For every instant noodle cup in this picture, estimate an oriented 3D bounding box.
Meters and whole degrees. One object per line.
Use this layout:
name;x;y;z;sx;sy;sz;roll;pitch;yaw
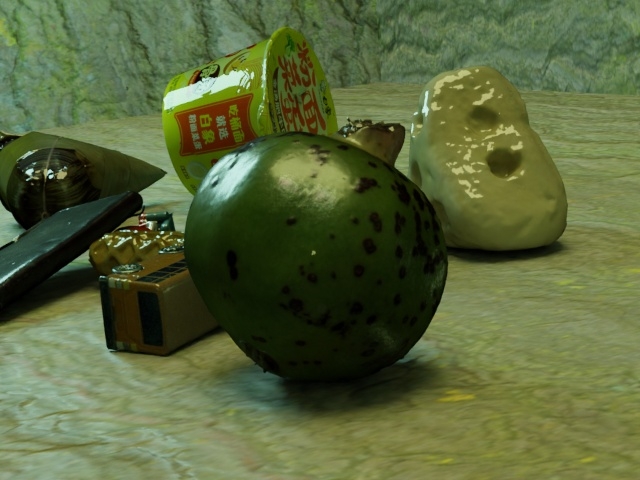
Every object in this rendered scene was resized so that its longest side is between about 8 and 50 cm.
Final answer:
instant noodle cup;-0.126;-0.201;2.206;0.221;0.311;0.311;-11;9;22

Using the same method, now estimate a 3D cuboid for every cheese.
cheese;0.219;-0.091;1.690;0.173;0.251;0.248;-10;29;-21

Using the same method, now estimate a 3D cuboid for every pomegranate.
pomegranate;0.000;0.000;1.197;0.254;0.271;0.254;21;-8;3

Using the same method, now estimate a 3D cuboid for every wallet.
wallet;-0.384;0.021;1.674;0.172;0.045;0.318;-9;19;32

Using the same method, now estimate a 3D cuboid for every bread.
bread;-0.136;0.027;1.584;0.367;0.077;0.084;1;14;29

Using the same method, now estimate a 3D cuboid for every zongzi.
zongzi;-0.371;-0.093;2.109;0.317;0.154;0.289;-4;18;-23

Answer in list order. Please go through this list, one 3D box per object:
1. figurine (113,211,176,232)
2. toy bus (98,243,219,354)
figurine;-0.247;0.003;1.778;0.075;0.068;0.140;-1;19;17
toy bus;-0.152;0.058;1.409;0.103;0.091;0.182;4;17;31
